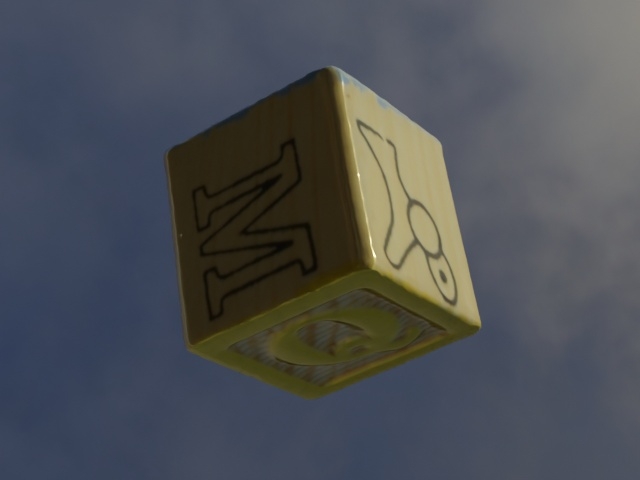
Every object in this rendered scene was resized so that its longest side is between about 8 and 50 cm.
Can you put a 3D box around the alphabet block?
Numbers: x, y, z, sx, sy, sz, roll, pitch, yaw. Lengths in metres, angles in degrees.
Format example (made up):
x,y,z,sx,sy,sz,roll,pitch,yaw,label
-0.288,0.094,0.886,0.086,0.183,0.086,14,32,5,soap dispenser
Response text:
x,y,z,sx,sy,sz,roll,pitch,yaw,label
0.000,0.000,1.230,0.193,0.192,0.197,-26,-123,28,alphabet block
